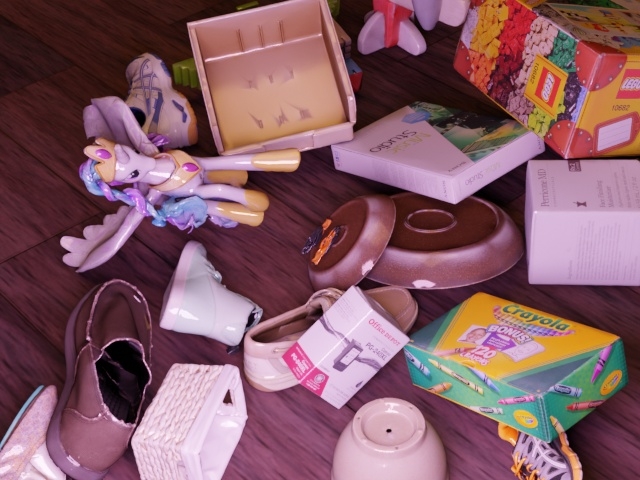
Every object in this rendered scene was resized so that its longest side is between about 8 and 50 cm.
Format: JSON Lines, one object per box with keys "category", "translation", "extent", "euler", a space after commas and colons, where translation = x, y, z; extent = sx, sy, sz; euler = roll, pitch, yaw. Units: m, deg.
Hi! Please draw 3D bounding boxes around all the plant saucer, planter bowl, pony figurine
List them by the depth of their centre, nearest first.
{"category": "planter bowl", "translation": [0.093, 0.281, 1.525], "extent": [0.162, 0.109, 0.162], "euler": [-2, 39, 1]}
{"category": "plant saucer", "translation": [0.040, 0.000, 1.836], "extent": [0.036, 0.198, 0.199], "euler": [34, 32, -25]}
{"category": "plant saucer", "translation": [0.183, -0.015, 1.890], "extent": [0.310, 0.050, 0.311], "euler": [-3, 26, 2]}
{"category": "pony figurine", "translation": [-0.267, -0.102, 1.892], "extent": [0.363, 0.303, 0.351], "euler": [6, -10, -31]}

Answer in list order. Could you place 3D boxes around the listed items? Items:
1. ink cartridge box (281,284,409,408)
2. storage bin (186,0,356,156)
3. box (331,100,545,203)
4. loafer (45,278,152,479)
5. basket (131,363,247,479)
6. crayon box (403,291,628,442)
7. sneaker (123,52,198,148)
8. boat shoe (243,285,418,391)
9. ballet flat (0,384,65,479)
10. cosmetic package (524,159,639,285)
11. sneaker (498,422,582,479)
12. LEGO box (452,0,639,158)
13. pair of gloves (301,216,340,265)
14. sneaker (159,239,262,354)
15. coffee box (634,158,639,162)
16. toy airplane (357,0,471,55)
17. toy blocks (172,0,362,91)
{"category": "ink cartridge box", "translation": [0.038, 0.154, 1.636], "extent": [0.150, 0.109, 0.063], "euler": [-45, 44, 6]}
{"category": "storage bin", "translation": [-0.088, -0.293, 2.105], "extent": [0.262, 0.123, 0.261], "euler": [-13, 64, -3]}
{"category": "box", "translation": [0.207, -0.167, 2.056], "extent": [0.232, 0.059, 0.322], "euler": [-30, 32, -30]}
{"category": "loafer", "translation": [-0.285, 0.180, 1.626], "extent": [0.130, 0.133, 0.366], "euler": [-39, 31, 25]}
{"category": "basket", "translation": [-0.179, 0.260, 1.570], "extent": [0.103, 0.113, 0.167], "euler": [6, 40, 15]}
{"category": "crayon box", "translation": [0.270, 0.171, 1.607], "extent": [0.165, 0.081, 0.278], "euler": [-29, 27, -29]}
{"category": "sneaker", "translation": [-0.351, -0.277, 2.257], "extent": [0.130, 0.112, 0.296], "euler": [-19, 40, -18]}
{"category": "boat shoe", "translation": [0.020, 0.128, 1.728], "extent": [0.302, 0.098, 0.109], "euler": [-20, 41, -23]}
{"category": "ballet flat", "translation": [-0.408, 0.334, 1.526], "extent": [0.106, 0.108, 0.316], "euler": [26, 49, 4]}
{"category": "cosmetic package", "translation": [0.428, -0.030, 1.851], "extent": [0.183, 0.152, 0.151], "euler": [0, 38, 6]}
{"category": "sneaker", "translation": [0.296, 0.302, 1.510], "extent": [0.083, 0.084, 0.215], "euler": [-6, 28, -2]}
{"category": "LEGO box", "translation": [0.555, -0.320, 2.063], "extent": [0.500, 0.193, 0.372], "euler": [-4, 34, -29]}
{"category": "pair of gloves", "translation": [0.000, 0.000, 1.850], "extent": [0.074, 0.010, 0.083], "euler": [-54, 24, 3]}
{"category": "sneaker", "translation": [-0.169, 0.092, 1.817], "extent": [0.151, 0.094, 0.256], "euler": [20, 22, -10]}
{"category": "coffee box", "translation": [0.580, -0.046, 1.890], "extent": [0.040, 0.113, 0.184], "euler": [-37, 41, 3]}
{"category": "toy airplane", "translation": [0.131, -0.570, 2.381], "extent": [0.272, 0.385, 0.386], "euler": [-8, -11, -41]}
{"category": "toy blocks", "translation": [-0.069, -0.332, 2.279], "extent": [0.381, 0.191, 0.261], "euler": [-22, 54, -20]}
